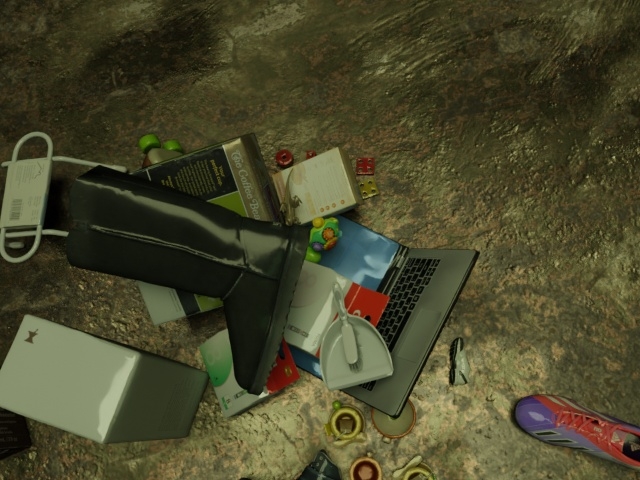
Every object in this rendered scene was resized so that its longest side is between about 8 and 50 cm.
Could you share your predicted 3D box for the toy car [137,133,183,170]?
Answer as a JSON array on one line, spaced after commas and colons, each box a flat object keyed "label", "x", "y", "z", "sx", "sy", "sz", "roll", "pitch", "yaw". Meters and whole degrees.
[{"label": "toy car", "x": -0.425, "y": -0.147, "z": 1.524, "sx": 0.188, "sy": 0.149, "sz": 0.155, "roll": -41, "pitch": 68, "yaw": 22}]

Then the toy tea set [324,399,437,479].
[{"label": "toy tea set", "x": 0.143, "y": 0.481, "z": 1.257, "sx": 0.200, "sy": 0.124, "sz": 0.336, "roll": -21, "pitch": 72, "yaw": -2}]

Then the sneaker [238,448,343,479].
[{"label": "sneaker", "x": -0.059, "y": 0.517, "z": 1.285, "sx": 0.226, "sy": 0.086, "sz": 0.163, "roll": 20, "pitch": 74, "yaw": 12}]

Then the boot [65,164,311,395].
[{"label": "boot", "x": -0.279, "y": 0.085, "z": 1.167, "sx": 0.445, "sy": 0.146, "sz": 0.367, "roll": 15, "pitch": 101, "yaw": -6}]

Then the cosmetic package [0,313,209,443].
[{"label": "cosmetic package", "x": -0.406, "y": 0.291, "z": 1.192, "sx": 0.230, "sy": 0.453, "sz": 0.161, "roll": 16, "pitch": 75, "yaw": 10}]

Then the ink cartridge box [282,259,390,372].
[{"label": "ink cartridge box", "x": 0.009, "y": 0.159, "z": 1.298, "sx": 0.232, "sy": 0.066, "sz": 0.189, "roll": 15, "pitch": 71, "yaw": 42}]

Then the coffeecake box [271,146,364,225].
[{"label": "coffeecake box", "x": -0.007, "y": -0.123, "z": 1.436, "sx": 0.185, "sy": 0.068, "sz": 0.142, "roll": -20, "pitch": 83, "yaw": 21}]

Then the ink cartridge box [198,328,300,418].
[{"label": "ink cartridge box", "x": -0.164, "y": 0.273, "z": 1.325, "sx": 0.224, "sy": 0.056, "sz": 0.181, "roll": -38, "pitch": 68, "yaw": 35}]

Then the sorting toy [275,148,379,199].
[{"label": "sorting toy", "x": 0.015, "y": -0.166, "z": 1.511, "sx": 0.274, "sy": 0.046, "sz": 0.132, "roll": 4, "pitch": 73, "yaw": 6}]

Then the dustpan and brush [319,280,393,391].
[{"label": "dustpan and brush", "x": 0.056, "y": 0.186, "z": 1.221, "sx": 0.147, "sy": 0.060, "sz": 0.211, "roll": -18, "pitch": 58, "yaw": 12}]

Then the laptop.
[{"label": "laptop", "x": 0.071, "y": 0.127, "z": 1.324, "sx": 0.236, "sy": 0.408, "sz": 0.382, "roll": 34, "pitch": 77, "yaw": -21}]

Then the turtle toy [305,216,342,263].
[{"label": "turtle toy", "x": 0.000, "y": 0.000, "z": 1.386, "sx": 0.130, "sy": 0.095, "sz": 0.066, "roll": -48, "pitch": 69, "yaw": 22}]

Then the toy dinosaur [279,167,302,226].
[{"label": "toy dinosaur", "x": -0.074, "y": -0.079, "z": 1.382, "sx": 0.053, "sy": 0.092, "sz": 0.183, "roll": -7, "pitch": 92, "yaw": -9}]

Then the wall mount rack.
[{"label": "wall mount rack", "x": -0.672, "y": -0.101, "z": 1.512, "sx": 0.304, "sy": 0.130, "sz": 0.350, "roll": -3, "pitch": 73, "yaw": 9}]

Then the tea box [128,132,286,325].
[{"label": "tea box", "x": -0.255, "y": -0.034, "z": 1.327, "sx": 0.323, "sy": 0.220, "sz": 0.329, "roll": -16, "pitch": 102, "yaw": 6}]

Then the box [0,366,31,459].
[{"label": "box", "x": -0.798, "y": 0.407, "z": 1.340, "sx": 0.167, "sy": 0.168, "sz": 0.203, "roll": -24, "pitch": 73, "yaw": -2}]

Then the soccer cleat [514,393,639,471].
[{"label": "soccer cleat", "x": 0.575, "y": 0.402, "z": 1.248, "sx": 0.318, "sy": 0.116, "sz": 0.109, "roll": 19, "pitch": 75, "yaw": 10}]

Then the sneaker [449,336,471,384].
[{"label": "sneaker", "x": 0.320, "y": 0.277, "z": 1.356, "sx": 0.043, "sy": 0.040, "sz": 0.109, "roll": 8, "pitch": 77, "yaw": -10}]
